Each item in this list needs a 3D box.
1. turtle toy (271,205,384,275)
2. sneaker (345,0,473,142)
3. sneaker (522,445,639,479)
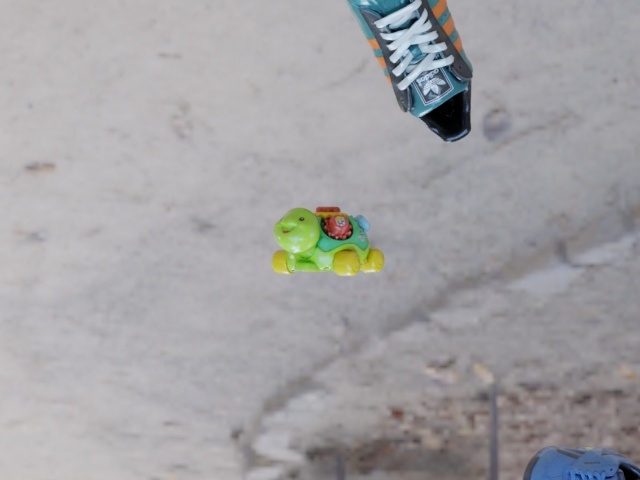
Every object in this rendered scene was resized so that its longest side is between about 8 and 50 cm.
[{"bbox_3d":[0.000,0.000,1.447,0.095,0.066,0.130,1,-178,29],"label":"turtle toy"},{"bbox_3d":[0.112,-0.217,1.672,0.108,0.121,0.302,-26,148,10],"label":"sneaker"},{"bbox_3d":[0.336,0.299,1.897,0.082,0.069,0.209,8,-176,42],"label":"sneaker"}]
